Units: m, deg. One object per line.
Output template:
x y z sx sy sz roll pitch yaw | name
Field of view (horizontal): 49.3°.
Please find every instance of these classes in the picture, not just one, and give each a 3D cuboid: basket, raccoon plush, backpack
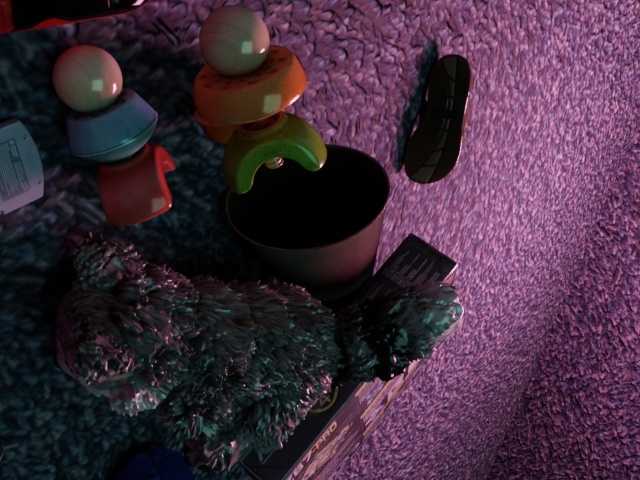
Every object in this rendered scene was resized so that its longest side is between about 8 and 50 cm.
0.000 0.000 0.946 0.204 0.154 0.227 -9 149 5 | basket
-0.076 0.069 0.792 0.446 0.216 0.299 -30 144 -5 | raccoon plush
-0.245 0.357 0.969 0.101 0.098 0.120 33 97 -38 | backpack

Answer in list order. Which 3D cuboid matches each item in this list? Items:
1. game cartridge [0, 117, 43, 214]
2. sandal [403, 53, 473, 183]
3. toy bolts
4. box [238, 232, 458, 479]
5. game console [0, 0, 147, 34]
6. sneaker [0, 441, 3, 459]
-0.281 -0.067 0.628 0.056 0.017 0.083 -31 139 -33 | game cartridge
0.199 -0.198 1.150 0.060 0.090 0.219 -44 146 -64 | sandal
-0.134 -0.142 0.669 0.228 0.218 0.158 -19 126 -1 | toy bolts
0.049 0.220 1.048 0.395 0.097 0.318 -48 160 -18 | box
-0.251 -0.315 0.433 0.342 0.060 0.387 -32 141 -44 | game console
-0.381 0.220 0.711 0.119 0.047 0.057 -11 113 -52 | sneaker
